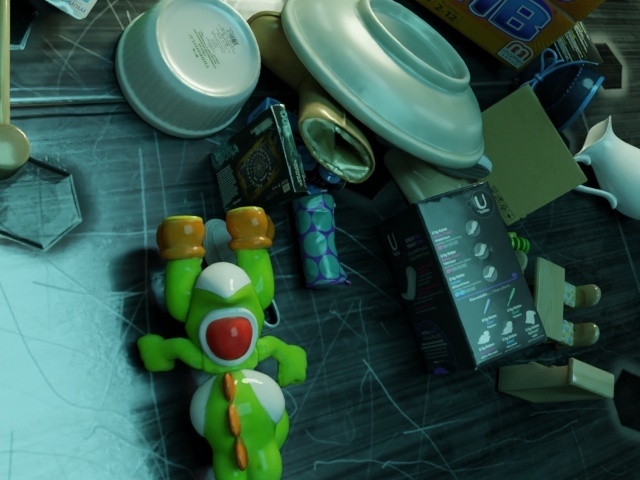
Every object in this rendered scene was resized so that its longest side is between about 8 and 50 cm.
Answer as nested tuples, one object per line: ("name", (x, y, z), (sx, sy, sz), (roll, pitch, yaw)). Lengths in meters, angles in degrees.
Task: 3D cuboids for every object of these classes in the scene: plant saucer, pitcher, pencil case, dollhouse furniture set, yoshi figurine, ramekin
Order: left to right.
("ramekin", (-0.187, -0.265, 1.214), (0.207, 0.109, 0.207), (11, 68, -30))
("yoshi figurine", (-0.120, 0.151, 1.095), (0.203, 0.203, 0.362), (7, 71, -53))
("pencil case", (0.000, 0.000, 1.278), (0.070, 0.064, 0.152), (-4, 77, -18))
("plant saucer", (0.128, -0.286, 1.315), (0.400, 0.100, 0.400), (29, 32, -20))
("dollhouse furniture set", (0.411, 0.149, 1.431), (0.212, 0.161, 0.242), (22, 66, -31))
("pitcher", (0.609, -0.126, 1.702), (0.178, 0.125, 0.207), (-44, 90, -14))

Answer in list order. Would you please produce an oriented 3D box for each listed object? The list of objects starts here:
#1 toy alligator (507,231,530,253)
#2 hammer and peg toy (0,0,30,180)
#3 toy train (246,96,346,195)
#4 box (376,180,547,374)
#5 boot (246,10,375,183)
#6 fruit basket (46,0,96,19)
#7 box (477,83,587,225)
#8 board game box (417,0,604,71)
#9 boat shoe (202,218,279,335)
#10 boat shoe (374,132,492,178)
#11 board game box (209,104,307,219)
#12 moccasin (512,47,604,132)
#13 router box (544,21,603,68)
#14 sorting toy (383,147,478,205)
("toy alligator", (0.320, 0.008, 1.495), (0.189, 0.051, 0.056), (5, 72, -32))
("hammer and peg toy", (-0.522, -0.194, 0.959), (0.361, 0.127, 0.266), (16, 64, -29))
("toy train", (-0.035, -0.144, 1.295), (0.184, 0.080, 0.105), (22, 58, -26))
("box", (0.222, 0.064, 1.327), (0.143, 0.165, 0.270), (-18, 85, -22))
("boot", (-0.018, -0.226, 1.240), (0.236, 0.089, 0.269), (33, 25, -20))
("fruit basket", (-0.420, -0.496, 1.135), (0.353, 0.165, 0.327), (23, 61, -8))
("box", (0.347, -0.148, 1.457), (0.201, 0.164, 0.021), (56, 23, -6))
("board game box", (0.376, -0.615, 1.522), (0.356, 0.356, 0.356), (31, 60, -12))
("boat shoe", (-0.113, 0.050, 1.187), (0.066, 0.063, 0.184), (-18, 85, -36))
("boat shoe", (0.203, -0.178, 1.418), (0.226, 0.083, 0.076), (20, 68, -22))
("board game box", (-0.092, -0.099, 1.173), (0.026, 0.186, 0.126), (-9, 80, -37))
("moccasin", (0.416, -0.272, 1.529), (0.117, 0.342, 0.138), (38, 92, -2))
("router box", (0.520, -0.437, 1.777), (0.133, 0.046, 0.179), (-27, 90, -36))
("sorting toy", (0.226, -0.118, 1.489), (0.208, 0.038, 0.193), (-36, 96, -32))
